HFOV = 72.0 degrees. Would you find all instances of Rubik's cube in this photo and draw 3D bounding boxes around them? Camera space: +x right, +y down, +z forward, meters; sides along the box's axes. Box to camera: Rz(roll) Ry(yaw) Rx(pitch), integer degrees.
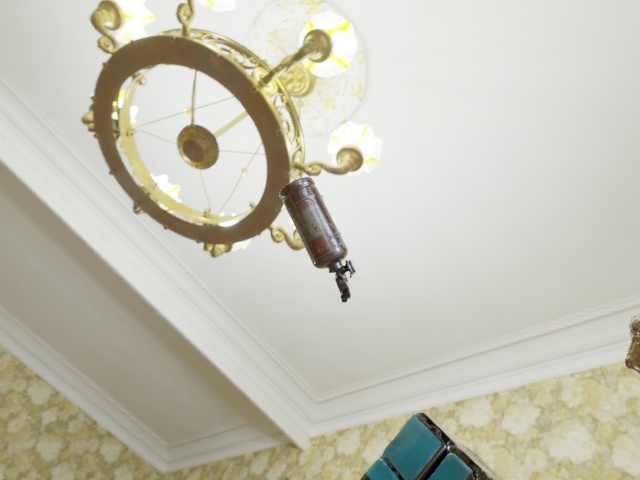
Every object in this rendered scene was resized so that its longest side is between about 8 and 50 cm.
[{"bbox_3d":[0.225,0.516,0.732,0.288,0.283,0.293,-47,-64,-6],"label":"Rubik's cube"}]

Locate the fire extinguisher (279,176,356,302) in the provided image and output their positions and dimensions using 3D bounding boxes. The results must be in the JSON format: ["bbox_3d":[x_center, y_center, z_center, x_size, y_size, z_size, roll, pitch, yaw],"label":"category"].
[{"bbox_3d":[-0.004,0.004,0.827,0.075,0.106,0.251,-32,-104,29],"label":"fire extinguisher"}]

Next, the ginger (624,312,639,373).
[{"bbox_3d":[0.363,0.107,0.391,0.165,0.067,0.096,29,-96,16],"label":"ginger"}]
